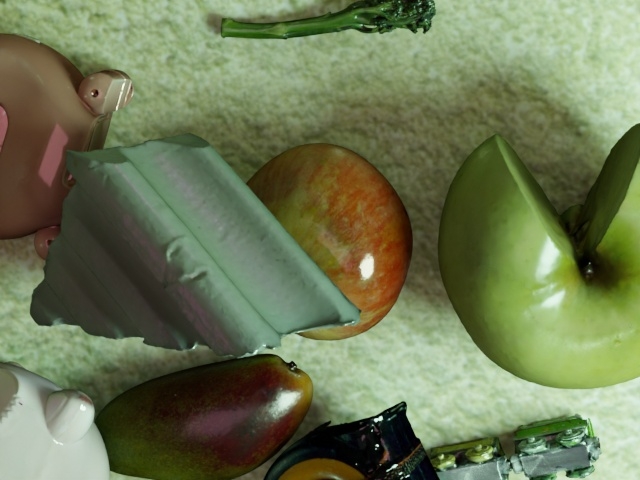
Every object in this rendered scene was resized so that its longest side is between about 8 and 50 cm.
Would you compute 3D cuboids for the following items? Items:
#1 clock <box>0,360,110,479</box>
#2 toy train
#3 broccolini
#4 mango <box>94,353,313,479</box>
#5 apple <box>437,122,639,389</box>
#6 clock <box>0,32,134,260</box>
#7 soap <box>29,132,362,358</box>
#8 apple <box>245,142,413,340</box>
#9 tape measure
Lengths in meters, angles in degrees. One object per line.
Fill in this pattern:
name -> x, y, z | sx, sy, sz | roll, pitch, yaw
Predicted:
clock -> -0.371, 0.318, 1.477 | 0.250, 0.368, 0.376 | 38, 75, -25
toy train -> 0.215, 0.246, 1.574 | 0.202, 0.081, 0.060 | -13, 97, 11
broccolini -> 0.008, -0.242, 1.529 | 0.239, 0.051, 0.054 | -4, 110, 9
mango -> -0.134, 0.208, 1.566 | 0.267, 0.111, 0.133 | -16, 109, 10
apple -> 0.264, 0.007, 1.445 | 0.292, 0.254, 0.292 | 1, 100, 5
clock -> -0.352, -0.113, 1.513 | 0.241, 0.142, 0.227 | 19, 99, 3
soap -> -0.139, 0.067, 1.419 | 0.302, 0.159, 0.258 | 49, 134, 22
apple -> 0.000, 0.000, 1.496 | 0.209, 0.164, 0.209 | 15, 121, 27
tape measure -> 0.038, 0.300, 1.548 | 0.223, 0.135, 0.202 | -28, 85, 26
